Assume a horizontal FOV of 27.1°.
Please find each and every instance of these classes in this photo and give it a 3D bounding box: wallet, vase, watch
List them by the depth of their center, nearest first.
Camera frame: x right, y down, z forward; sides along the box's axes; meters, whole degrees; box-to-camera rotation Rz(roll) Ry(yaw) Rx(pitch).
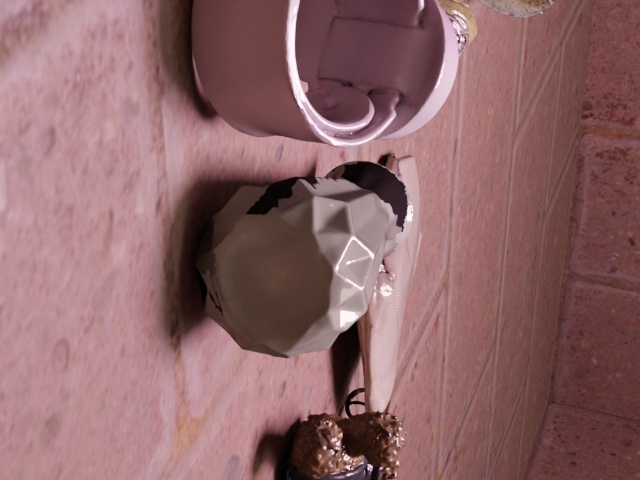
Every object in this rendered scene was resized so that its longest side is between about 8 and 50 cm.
[{"bbox_3d":[-0.009,-0.205,1.141,0.231,0.196,0.244,7,93,-52],"label":"watch"},{"bbox_3d":[0.000,0.000,1.293,0.360,0.165,0.165,-38,136,-72],"label":"vase"},{"bbox_3d":[0.085,0.051,1.748,0.275,0.068,0.335,88,14,-48],"label":"wallet"}]

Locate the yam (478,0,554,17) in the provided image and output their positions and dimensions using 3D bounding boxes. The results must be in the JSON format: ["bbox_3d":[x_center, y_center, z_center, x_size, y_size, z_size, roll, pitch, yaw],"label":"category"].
[{"bbox_3d":[0.305,-0.446,2.010,0.154,0.154,0.254,81,22,-49],"label":"yam"}]

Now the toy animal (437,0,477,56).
[{"bbox_3d":[0.139,-0.265,1.669,0.137,0.098,0.098,6,95,-62],"label":"toy animal"}]

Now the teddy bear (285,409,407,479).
[{"bbox_3d":[0.015,0.267,1.556,0.251,0.181,0.129,105,-30,-43],"label":"teddy bear"}]
